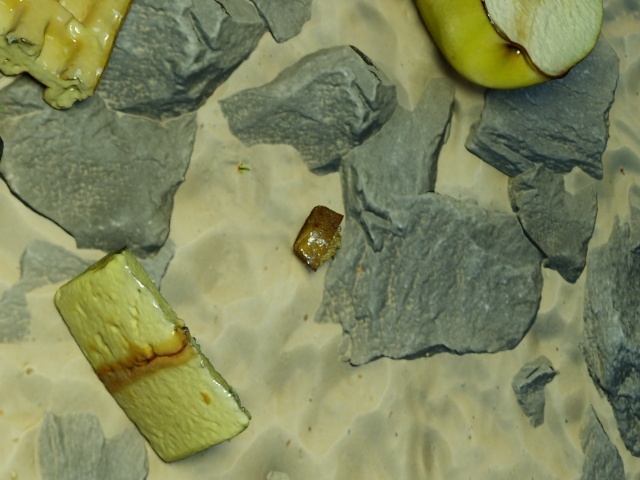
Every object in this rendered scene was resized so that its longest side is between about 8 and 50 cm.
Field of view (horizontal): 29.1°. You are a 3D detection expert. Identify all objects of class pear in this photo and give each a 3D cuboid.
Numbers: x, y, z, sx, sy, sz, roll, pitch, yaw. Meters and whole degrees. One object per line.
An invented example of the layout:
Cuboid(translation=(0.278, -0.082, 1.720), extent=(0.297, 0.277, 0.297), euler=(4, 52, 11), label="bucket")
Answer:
Cuboid(translation=(0.249, -0.386, 1.820), extent=(0.340, 0.191, 0.387), euler=(37, 54, -30), label="pear")

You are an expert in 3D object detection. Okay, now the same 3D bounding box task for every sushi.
Cuboid(translation=(0.002, -0.002, 1.560), extent=(0.060, 0.061, 0.118), euler=(38, 51, -9), label="sushi")

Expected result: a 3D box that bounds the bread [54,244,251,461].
Cuboid(translation=(-0.147, 0.106, 1.317), extent=(0.135, 0.178, 0.240), euler=(-41, 100, -40), label="bread")

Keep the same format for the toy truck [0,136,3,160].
Cuboid(translation=(-0.423, -0.058, 1.178), extent=(0.165, 0.147, 0.224), euler=(39, 46, 5), label="toy truck")

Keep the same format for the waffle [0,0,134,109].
Cuboid(translation=(-0.353, -0.347, 1.374), extent=(0.348, 0.077, 0.304), euler=(34, 55, -27), label="waffle")
